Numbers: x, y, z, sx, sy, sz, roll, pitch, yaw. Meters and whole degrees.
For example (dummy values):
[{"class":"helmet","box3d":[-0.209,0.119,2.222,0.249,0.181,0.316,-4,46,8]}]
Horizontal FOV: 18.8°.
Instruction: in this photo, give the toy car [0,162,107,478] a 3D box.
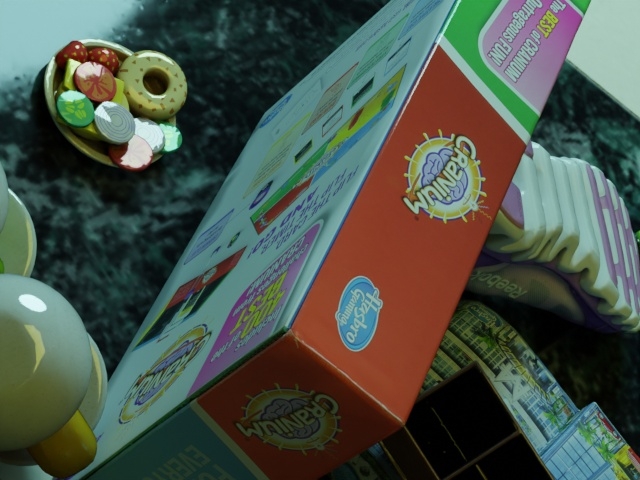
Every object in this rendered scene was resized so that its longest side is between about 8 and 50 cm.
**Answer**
[{"class":"toy car","box3d":[-0.181,0.040,0.869,0.136,0.159,0.182,-27,81,-6]}]

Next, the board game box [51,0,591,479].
[{"class":"board game box","box3d":[0.000,0.000,0.943,0.064,0.242,0.316,39,48,-13]}]

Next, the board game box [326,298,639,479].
[{"class":"board game box","box3d":[0.087,0.147,1.044,0.194,0.060,0.194,52,45,0]}]

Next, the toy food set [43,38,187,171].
[{"class":"toy food set","box3d":[-0.112,-0.075,1.054,0.083,0.020,0.082,22,53,-26]}]

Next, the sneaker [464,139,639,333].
[{"class":"sneaker","box3d":[0.109,0.000,1.133,0.236,0.104,0.095,30,45,-49]}]

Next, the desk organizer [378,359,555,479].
[{"class":"desk organizer","box3d":[0.087,0.131,0.978,0.047,0.050,0.130,-26,79,-41]}]

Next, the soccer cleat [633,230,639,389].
[{"class":"soccer cleat","box3d":[0.239,0.030,1.224,0.072,0.060,0.179,8,65,-12]}]
